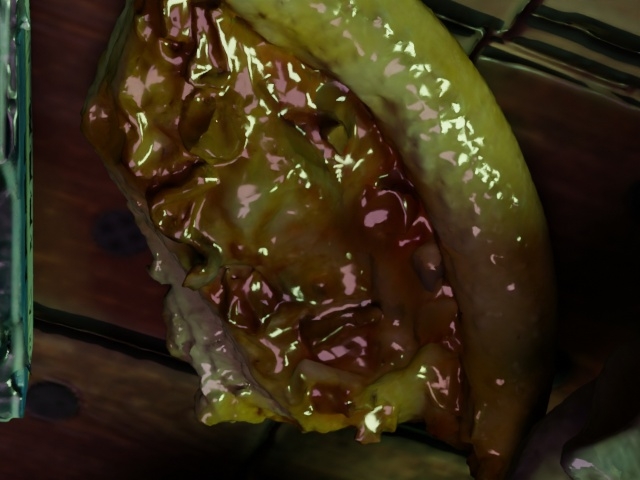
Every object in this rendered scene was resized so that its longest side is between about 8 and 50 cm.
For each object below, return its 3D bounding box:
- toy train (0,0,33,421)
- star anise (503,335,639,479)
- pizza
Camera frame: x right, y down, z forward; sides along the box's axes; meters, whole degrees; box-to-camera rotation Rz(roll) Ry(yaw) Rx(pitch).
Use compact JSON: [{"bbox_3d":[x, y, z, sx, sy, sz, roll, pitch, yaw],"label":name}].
[{"bbox_3d":[-0.113,-0.049,0.488,0.052,0.051,0.233,3,122,-5],"label":"toy train"},{"bbox_3d":[0.138,0.055,0.522,0.212,0.073,0.197,-30,164,-9],"label":"star anise"},{"bbox_3d":[0.004,-0.005,0.522,0.134,0.056,0.271,-18,124,0],"label":"pizza"}]
